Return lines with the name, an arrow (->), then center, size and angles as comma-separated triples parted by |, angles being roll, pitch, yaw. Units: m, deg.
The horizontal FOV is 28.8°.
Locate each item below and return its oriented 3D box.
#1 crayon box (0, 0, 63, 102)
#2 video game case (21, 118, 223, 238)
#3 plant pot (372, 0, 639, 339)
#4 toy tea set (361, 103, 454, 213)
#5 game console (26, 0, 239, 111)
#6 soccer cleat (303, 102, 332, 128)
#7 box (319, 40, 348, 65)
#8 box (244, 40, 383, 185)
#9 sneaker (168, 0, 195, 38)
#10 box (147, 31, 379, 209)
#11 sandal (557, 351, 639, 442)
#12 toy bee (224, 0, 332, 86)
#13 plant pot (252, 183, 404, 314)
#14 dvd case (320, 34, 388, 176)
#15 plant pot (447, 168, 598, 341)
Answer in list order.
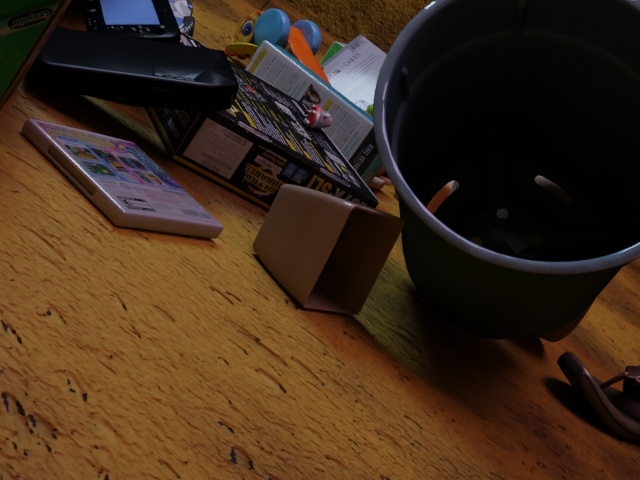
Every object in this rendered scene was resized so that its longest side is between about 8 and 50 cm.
crayon box -> -0.273, -0.191, 1.067 | 0.081, 0.165, 0.278 | 32, 14, -14
video game case -> -0.180, -0.055, 1.148 | 0.143, 0.019, 0.157 | 42, 15, 25
plant pot -> 0.223, -0.061, 1.373 | 0.341, 0.341, 0.334 | 39, -17, 15
toy tea set -> 0.149, -0.110, 1.912 | 0.336, 0.124, 0.200 | 42, 15, 24
game console -> -0.223, -0.229, 1.399 | 0.213, 0.044, 0.361 | 6, 25, -17
soccer cleat -> -0.001, -0.156, 1.583 | 0.036, 0.029, 0.083 | 30, 10, -9
box -> 0.129, -0.238, 2.308 | 0.262, 0.126, 0.231 | 38, 15, 15
box -> -0.010, -0.181, 1.816 | 0.244, 0.100, 0.060 | 40, 13, 15
sneaker -> -0.225, -0.298, 1.783 | 0.081, 0.080, 0.211 | 9, 20, -14
box -> -0.092, -0.139, 1.525 | 0.257, 0.079, 0.322 | 26, 17, -30
sandal -> 0.411, 0.203, 1.566 | 0.303, 0.086, 0.120 | 28, 15, -29
toy bee -> -0.078, -0.322, 2.086 | 0.195, 0.162, 0.298 | 30, 41, -32
plant pot -> 0.000, 0.000, 1.231 | 0.096, 0.109, 0.109 | 32, 10, 30
dvd case -> 0.092, -0.234, 2.132 | 0.239, 0.179, 0.029 | 41, -23, 22
plant pot -> 0.271, -0.029, 1.674 | 0.191, 0.284, 0.284 | 21, 15, -5
